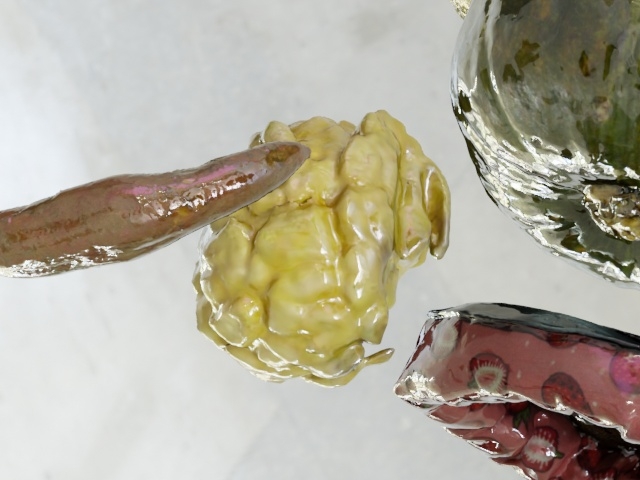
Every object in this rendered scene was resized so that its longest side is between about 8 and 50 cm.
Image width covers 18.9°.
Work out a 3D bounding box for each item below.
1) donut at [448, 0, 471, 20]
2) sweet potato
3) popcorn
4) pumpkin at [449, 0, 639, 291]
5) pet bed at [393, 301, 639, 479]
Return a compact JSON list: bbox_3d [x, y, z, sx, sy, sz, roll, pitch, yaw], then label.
[{"bbox_3d":[0.176,-0.229,1.216,0.128,0.208,0.261,65,153,-1],"label":"donut"},{"bbox_3d":[-0.130,-0.016,1.239,0.078,0.255,0.058,-85,-21,-72],"label":"sweet potato"},{"bbox_3d":[0.000,0.000,1.575,0.190,0.250,0.250,23,141,-7],"label":"popcorn"},{"bbox_3d":[0.171,-0.066,0.940,0.224,0.157,0.223,22,151,13],"label":"pumpkin"},{"bbox_3d":[0.127,0.082,0.821,0.201,0.053,0.201,24,168,6],"label":"pet bed"}]
